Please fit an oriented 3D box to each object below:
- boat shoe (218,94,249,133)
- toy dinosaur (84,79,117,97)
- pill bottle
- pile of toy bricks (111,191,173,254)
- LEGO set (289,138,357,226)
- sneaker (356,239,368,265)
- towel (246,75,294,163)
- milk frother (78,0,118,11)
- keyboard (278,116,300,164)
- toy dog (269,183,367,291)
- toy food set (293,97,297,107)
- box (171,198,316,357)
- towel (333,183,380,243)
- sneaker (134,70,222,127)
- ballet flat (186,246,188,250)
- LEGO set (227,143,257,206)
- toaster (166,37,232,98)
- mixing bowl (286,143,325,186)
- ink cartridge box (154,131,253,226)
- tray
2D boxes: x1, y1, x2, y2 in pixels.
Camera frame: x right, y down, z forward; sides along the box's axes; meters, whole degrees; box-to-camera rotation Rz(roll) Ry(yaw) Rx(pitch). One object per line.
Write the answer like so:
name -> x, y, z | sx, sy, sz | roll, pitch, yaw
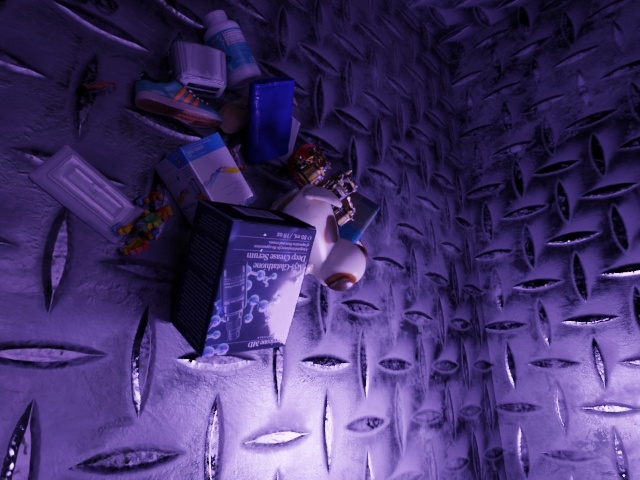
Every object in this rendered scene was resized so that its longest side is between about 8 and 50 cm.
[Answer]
boat shoe -> -0.284, -0.507, 1.624 | 0.109, 0.098, 0.302 | 58, 42, -16
toy dinosaur -> -0.640, -0.449, 1.235 | 0.082, 0.090, 0.047 | -26, 115, -18
pill bottle -> -0.345, -0.721, 1.596 | 0.146, 0.146, 0.264 | -36, 103, -48
pile of toy bricks -> -0.487, -0.058, 1.209 | 0.212, 0.105, 0.118 | -58, 142, -46
LEGO set -> 0.052, -0.237, 1.656 | 0.192, 0.255, 0.331 | -38, 112, -3
sneaker -> 0.115, 0.007, 1.899 | 0.145, 0.090, 0.270 | -12, 82, -48
towel -> -0.201, -0.464, 1.616 | 0.228, 0.076, 0.308 | -29, 136, -45
milk frother -> -0.667, -0.780, 1.265 | 0.143, 0.135, 0.129 | -22, 94, -49
keyboard -> -0.140, -0.443, 1.832 | 0.072, 0.014, 0.256 | 31, 55, -31
toy dog -> 0.000, 0.000, 1.558 | 0.408, 0.395, 0.284 | 50, 33, -15
toy food set -> -0.152, -0.640, 1.881 | 0.122, 0.019, 0.078 | 54, 44, -31
box -> -0.227, 0.107, 1.242 | 0.294, 0.212, 0.395 | 4, 106, -43
towel -> 0.086, -0.121, 1.851 | 0.271, 0.040, 0.370 | 34, 44, 6
sneaker -> -0.462, -0.471, 1.406 | 0.302, 0.108, 0.121 | 9, 74, -45
ballet flat -> -0.289, 0.101, 1.403 | 0.349, 0.123, 0.123 | 19, 63, -43
LEGO set -> -0.295, -0.249, 1.507 | 0.244, 0.060, 0.182 | 60, 15, -12
toaster -> -0.417, -0.592, 1.467 | 0.227, 0.129, 0.146 | 0, 81, -33
mixing bowl -> -0.075, -0.312, 1.772 | 0.181, 0.098, 0.181 | -7, 100, -44
ink cartridge box -> -0.373, -0.190, 1.358 | 0.168, 0.171, 0.232 | -42, 108, -47
tray -> -0.628, -0.128, 1.160 | 0.270, 0.030, 0.145 | 47, 46, -27
